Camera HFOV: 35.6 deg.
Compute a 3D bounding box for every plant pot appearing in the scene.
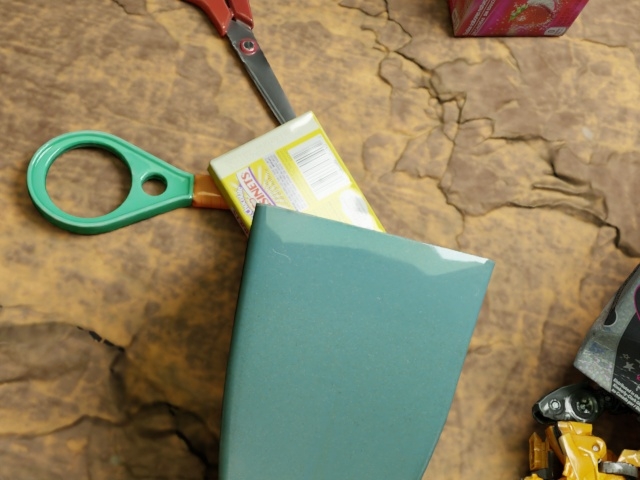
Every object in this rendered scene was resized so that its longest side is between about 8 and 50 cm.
[{"bbox_3d":[0.003,0.108,0.733,0.165,0.165,0.234,14,88,-4],"label":"plant pot"}]

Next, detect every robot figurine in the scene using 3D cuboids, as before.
[{"bbox_3d":[0.288,0.218,0.792,0.291,0.085,0.211,8,66,-7],"label":"robot figurine"}]

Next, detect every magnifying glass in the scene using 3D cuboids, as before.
[{"bbox_3d":[-0.134,-0.046,0.861,0.231,0.026,0.092,5,66,-10],"label":"magnifying glass"}]

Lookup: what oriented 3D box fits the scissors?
[{"bbox_3d":[-0.085,-0.192,0.939,0.109,0.021,0.297,-8,70,-16],"label":"scissors"}]

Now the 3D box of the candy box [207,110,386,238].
[{"bbox_3d":[0.000,0.000,0.848,0.105,0.027,0.206,-29,85,-17],"label":"candy box"}]

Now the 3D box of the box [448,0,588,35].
[{"bbox_3d":[0.205,-0.308,0.907,0.122,0.257,0.128,-2,68,-13],"label":"box"}]

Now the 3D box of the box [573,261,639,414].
[{"bbox_3d":[0.340,0.041,0.790,0.163,0.142,0.247,37,42,16],"label":"box"}]
